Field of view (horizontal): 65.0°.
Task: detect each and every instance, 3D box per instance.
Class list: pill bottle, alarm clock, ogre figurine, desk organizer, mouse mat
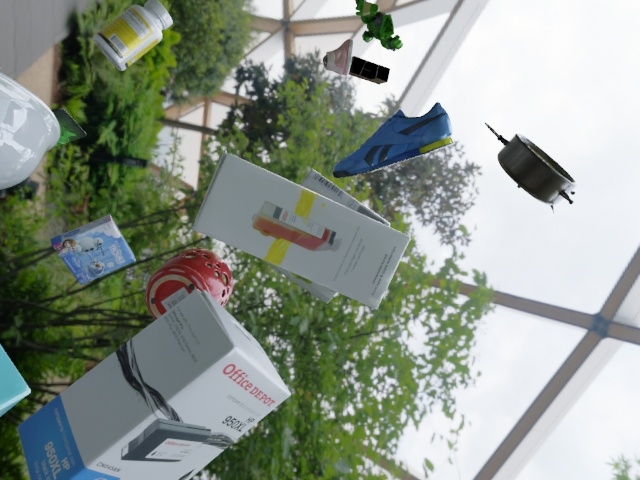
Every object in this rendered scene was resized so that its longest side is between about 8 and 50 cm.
[{"bbox_3d":[-0.296,-0.332,0.803,0.116,0.065,0.065,-44,-164,-11],"label":"pill bottle"},{"bbox_3d":[0.341,-0.129,0.835,0.192,0.129,0.064,49,-61,10],"label":"alarm clock"},{"bbox_3d":[0.160,-0.599,1.395,0.097,0.197,0.118,-57,175,6],"label":"ogre figurine"},{"bbox_3d":[0.139,-0.506,1.495,0.050,0.130,0.047,24,-77,65],"label":"desk organizer"},{"bbox_3d":[-0.658,-0.256,1.197,0.189,0.152,0.007,144,-77,-79],"label":"mouse mat"}]

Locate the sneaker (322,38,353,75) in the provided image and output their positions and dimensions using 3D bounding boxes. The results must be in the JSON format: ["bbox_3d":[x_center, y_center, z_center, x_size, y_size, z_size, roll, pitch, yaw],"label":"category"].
[{"bbox_3d":[0.043,-0.466,1.256,0.051,0.070,0.134,102,-3,-52],"label":"sneaker"}]

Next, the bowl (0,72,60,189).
[{"bbox_3d":[-0.552,-0.144,0.728,0.298,0.297,0.134,140,-45,-63],"label":"bowl"}]

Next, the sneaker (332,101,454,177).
[{"bbox_3d":[0.111,-0.163,0.827,0.082,0.209,0.069,70,20,-5],"label":"sneaker"}]

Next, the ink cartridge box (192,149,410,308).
[{"bbox_3d":[-0.052,-0.027,1.044,0.161,0.384,0.279,-65,-168,2],"label":"ink cartridge box"}]

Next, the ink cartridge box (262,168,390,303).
[{"bbox_3d":[0.000,0.000,1.664,0.385,0.308,0.091,-54,-177,39],"label":"ink cartridge box"}]

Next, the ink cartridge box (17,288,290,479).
[{"bbox_3d":[-0.291,0.319,0.956,0.166,0.395,0.285,46,-9,36],"label":"ink cartridge box"}]

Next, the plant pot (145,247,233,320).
[{"bbox_3d":[-0.339,0.125,1.281,0.174,0.191,0.191,-48,149,-77],"label":"plant pot"}]

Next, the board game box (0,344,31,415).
[{"bbox_3d":[-0.423,0.055,0.408,0.253,0.336,0.079,-35,178,23],"label":"board game box"}]

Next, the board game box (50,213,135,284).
[{"bbox_3d":[-0.342,0.015,0.763,0.020,0.090,0.090,50,-19,42],"label":"board game box"}]
